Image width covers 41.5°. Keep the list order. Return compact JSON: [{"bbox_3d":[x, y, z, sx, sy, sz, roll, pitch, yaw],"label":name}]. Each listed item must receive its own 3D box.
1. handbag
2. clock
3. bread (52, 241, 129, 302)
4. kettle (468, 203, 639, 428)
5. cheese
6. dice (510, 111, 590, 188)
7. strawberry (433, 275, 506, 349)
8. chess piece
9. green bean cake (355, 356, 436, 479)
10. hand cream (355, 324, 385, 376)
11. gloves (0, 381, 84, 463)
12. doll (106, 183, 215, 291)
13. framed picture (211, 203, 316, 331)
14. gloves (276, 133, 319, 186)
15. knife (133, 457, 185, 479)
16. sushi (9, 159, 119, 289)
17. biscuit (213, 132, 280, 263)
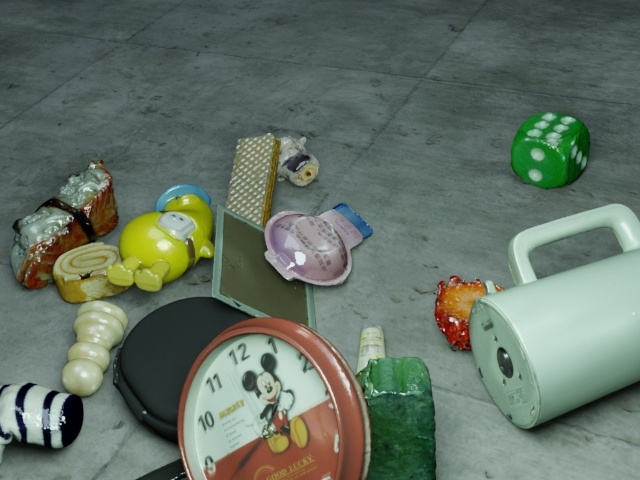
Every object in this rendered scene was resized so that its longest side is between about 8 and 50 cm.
[{"bbox_3d":[-0.203,0.214,1.399,0.254,0.093,0.308,-28,41,-22],"label":"handbag"},{"bbox_3d":[-0.068,0.265,1.172,0.318,0.318,0.080,23,10,34],"label":"clock"},{"bbox_3d":[-0.450,0.058,1.665,0.149,0.073,0.122,-14,36,-9],"label":"bread"},{"bbox_3d":[0.400,0.118,1.309,0.318,0.205,0.265,-18,46,-12],"label":"kettle"},{"bbox_3d":[0.000,0.000,1.620,0.189,0.074,0.286,44,39,10],"label":"cheese"},{"bbox_3d":[0.483,-0.192,1.776,0.131,0.120,0.128,22,47,36],"label":"dice"},{"bbox_3d":[0.259,0.126,1.428,0.145,0.086,0.145,-8,38,6],"label":"strawberry"},{"bbox_3d":[-0.402,0.197,1.474,0.094,0.094,0.170,-1,45,9],"label":"chess piece"},{"bbox_3d":[0.067,0.259,1.197,0.193,0.208,0.107,0,35,6],"label":"green bean cake"},{"bbox_3d":[0.084,0.200,1.411,0.061,0.039,0.143,-2,42,5],"label":"hand cream"},{"bbox_3d":[-0.496,0.285,1.337,0.219,0.131,0.140,5,36,2],"label":"gloves"},{"bbox_3d":[-0.288,-0.006,1.664,0.199,0.145,0.363,13,30,8],"label":"doll"},{"bbox_3d":[-0.103,0.059,1.539,0.216,0.016,0.273,29,30,-22],"label":"framed picture"},{"bbox_3d":[-0.064,-0.173,1.873,0.110,0.094,0.144,-32,44,6],"label":"gloves"},{"bbox_3d":[-0.284,0.379,1.259,0.230,0.028,0.060,-27,29,-26],"label":"knife"},{"bbox_3d":[-0.529,-0.037,1.761,0.130,0.124,0.332,21,48,22],"label":"sushi"},{"bbox_3d":[-0.145,-0.080,1.735,0.094,0.054,0.378,-5,51,14],"label":"biscuit"}]
